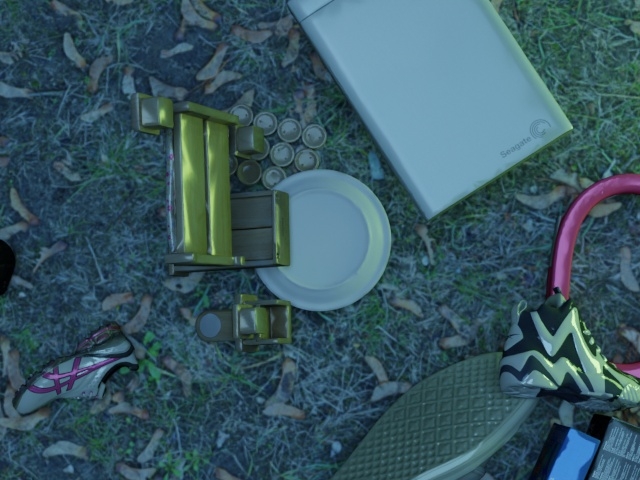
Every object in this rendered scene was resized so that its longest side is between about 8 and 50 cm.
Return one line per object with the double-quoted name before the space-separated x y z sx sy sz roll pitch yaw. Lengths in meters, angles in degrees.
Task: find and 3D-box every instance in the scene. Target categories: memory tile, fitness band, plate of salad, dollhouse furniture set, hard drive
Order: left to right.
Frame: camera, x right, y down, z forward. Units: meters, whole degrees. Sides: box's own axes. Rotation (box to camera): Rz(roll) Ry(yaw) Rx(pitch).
"dollhouse furniture set" -0.191 -0.006 1.696 0.173 0.355 0.303 -5 84 24
"memory tile" -0.073 -0.128 1.890 0.148 0.012 0.113 16 85 4
"plate of salad" 0.000 0.000 1.855 0.200 0.048 0.200 0 86 4
"hard drive" 0.146 -0.234 1.780 0.233 0.047 0.353 -32 85 -1
"fitness band" 0.422 0.052 1.828 0.209 0.054 0.291 7 86 3

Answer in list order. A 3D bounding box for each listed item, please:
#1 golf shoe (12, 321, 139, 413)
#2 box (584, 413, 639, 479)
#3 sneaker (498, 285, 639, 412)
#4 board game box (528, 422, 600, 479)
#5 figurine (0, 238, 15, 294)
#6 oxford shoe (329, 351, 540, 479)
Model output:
"golf shoe" -0.343 0.195 1.843 0.186 0.067 0.086 -34 85 -1
"box" 0.379 0.329 1.754 0.077 0.147 0.180 21 86 4
"sneaker" 0.344 0.140 1.754 0.235 0.094 0.153 10 71 -17
"board game box" 0.298 0.349 1.750 0.047 0.160 0.210 25 87 5
"figurine" -0.549 0.010 1.801 0.215 0.209 0.092 17 85 5
"oxford shoe" 0.128 0.326 1.786 0.449 0.169 0.130 -44 128 -9
